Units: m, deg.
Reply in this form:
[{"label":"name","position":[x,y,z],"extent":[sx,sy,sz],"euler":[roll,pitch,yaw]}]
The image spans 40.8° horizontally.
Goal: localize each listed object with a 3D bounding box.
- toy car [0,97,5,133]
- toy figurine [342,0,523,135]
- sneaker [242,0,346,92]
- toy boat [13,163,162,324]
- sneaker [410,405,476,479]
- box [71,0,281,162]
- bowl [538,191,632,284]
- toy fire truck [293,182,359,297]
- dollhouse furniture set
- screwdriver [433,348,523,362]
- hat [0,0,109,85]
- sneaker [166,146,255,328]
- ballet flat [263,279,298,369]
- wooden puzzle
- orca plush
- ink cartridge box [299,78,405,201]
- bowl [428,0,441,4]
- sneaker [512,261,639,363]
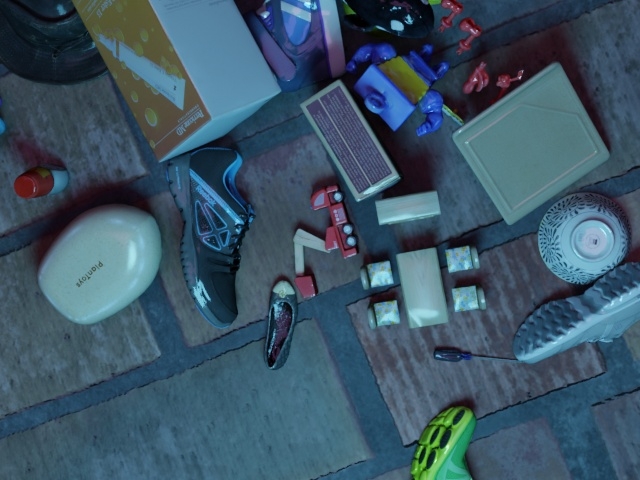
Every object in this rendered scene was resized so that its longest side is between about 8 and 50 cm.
[{"label":"toy car","position":[-0.682,-0.251,1.650],"extent":[0.136,0.159,0.182],"euler":[-40,87,-29]},{"label":"toy figurine","position":[0.135,-0.305,1.464],"extent":[0.362,0.191,0.217],"euler":[47,54,2]},{"label":"sneaker","position":[-0.092,-0.429,1.561],"extent":[0.236,0.130,0.323],"euler":[-11,98,3]},{"label":"toy boat","position":[-0.448,-0.015,1.636],"extent":[0.267,0.148,0.318],"euler":[-36,96,12]},{"label":"sneaker","position":[0.236,0.450,1.603],"extent":[0.123,0.109,0.296],"euler":[15,94,-17]},{"label":"box","position":[-0.259,-0.349,1.514],"extent":[0.215,0.168,0.345],"euler":[-26,93,51]},{"label":"bowl","position":[0.482,-0.002,1.546],"extent":[0.170,0.080,0.170],"euler":[0,93,6]},{"label":"toy fire truck","position":[0.000,0.000,1.618],"extent":[0.135,0.047,0.192],"euler":[-17,91,9]},{"label":"dollhouse furniture set","position":[0.175,0.037,1.542],"extent":[0.212,0.161,0.242],"euler":[-10,92,7]},{"label":"screwdriver","position":[0.297,0.220,1.616],"extent":[0.169,0.025,0.024],"euler":[4,93,-2]},{"label":"hat","position":[-0.515,-0.447,1.610],"extent":[0.331,0.134,0.332],"euler":[0,94,6]},{"label":"sneaker","position":[-0.189,-0.007,1.602],"extent":[0.139,0.125,0.341],"euler":[-11,93,6]},{"label":"ballet flat","position":[-0.075,0.163,1.635],"extent":[0.057,0.049,0.173],"euler":[6,94,5]},{"label":"wooden puzzle","position":[0.372,-0.170,1.523],"extent":[0.221,0.044,0.239],"euler":[-35,120,7]},{"label":"orca plush","position":[0.077,-0.452,1.404],"extent":[0.151,0.102,0.287],"euler":[-29,75,2]},{"label":"ink cartridge box","position":[0.061,-0.169,1.507],"extent":[0.088,0.234,0.193],"euler":[-31,89,8]},{"label":"bowl","position":[0.189,-0.574,1.508],"extent":[0.289,0.156,0.290],"euler":[0,94,6]},{"label":"sneaker","position":[0.482,0.157,1.542],"extent":[0.281,0.105,0.115],"euler":[-31,118,20]}]
